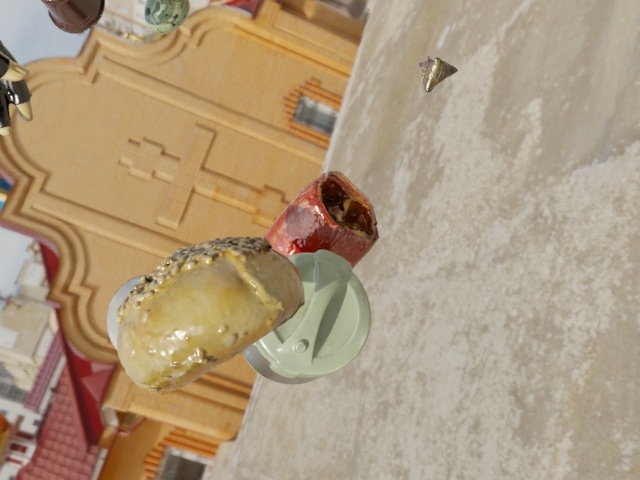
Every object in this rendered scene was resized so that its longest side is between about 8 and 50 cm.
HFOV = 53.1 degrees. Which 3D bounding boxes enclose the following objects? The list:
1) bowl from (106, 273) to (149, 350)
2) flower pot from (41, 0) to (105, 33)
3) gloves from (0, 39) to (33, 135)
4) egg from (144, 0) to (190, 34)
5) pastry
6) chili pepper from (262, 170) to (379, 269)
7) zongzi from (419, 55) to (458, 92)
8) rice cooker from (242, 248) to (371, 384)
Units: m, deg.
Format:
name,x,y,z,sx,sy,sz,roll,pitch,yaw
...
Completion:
name,x,y,z,sx,sy,sz,roll,pitch,yaw
bowl,-0.302,0.145,1.221,0.086,0.189,0.189,-29,40,55
flower pot,-0.447,-0.434,1.123,0.089,0.111,0.111,48,-118,-83
gloves,-0.632,-0.318,1.129,0.197,0.301,0.152,-8,39,31
egg,-0.319,-0.476,1.325,0.110,0.085,0.085,-48,19,22
pastry,-0.180,0.097,0.985,0.315,0.184,0.284,-33,-2,31
chili pepper,0.000,0.000,1.686,0.305,0.251,0.229,-47,3,37
zongzi,0.213,-0.328,1.229,0.083,0.073,0.067,-26,-46,-47
rice cooker,-0.039,0.178,1.442,0.277,0.288,0.288,131,157,-64
